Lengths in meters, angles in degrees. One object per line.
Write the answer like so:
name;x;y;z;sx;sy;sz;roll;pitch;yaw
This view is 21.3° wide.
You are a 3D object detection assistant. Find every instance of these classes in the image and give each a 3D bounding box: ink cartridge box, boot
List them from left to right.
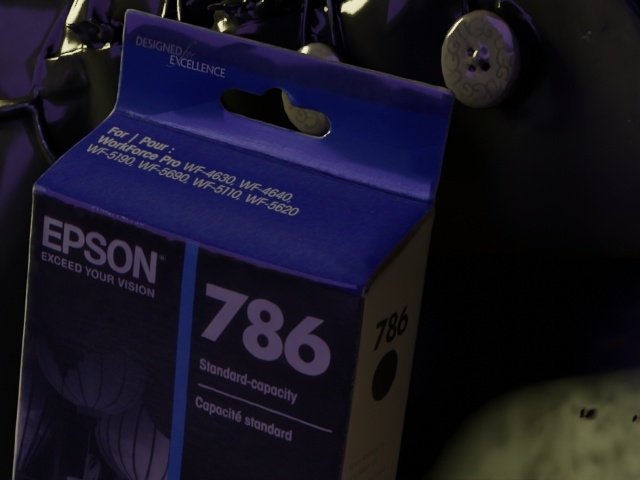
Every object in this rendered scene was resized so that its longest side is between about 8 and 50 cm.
ink cartridge box;-0.049;0.081;0.728;0.165;0.065;0.333;16;110;26
boot;-0.001;-0.002;0.800;0.445;0.146;0.367;-7;97;32
